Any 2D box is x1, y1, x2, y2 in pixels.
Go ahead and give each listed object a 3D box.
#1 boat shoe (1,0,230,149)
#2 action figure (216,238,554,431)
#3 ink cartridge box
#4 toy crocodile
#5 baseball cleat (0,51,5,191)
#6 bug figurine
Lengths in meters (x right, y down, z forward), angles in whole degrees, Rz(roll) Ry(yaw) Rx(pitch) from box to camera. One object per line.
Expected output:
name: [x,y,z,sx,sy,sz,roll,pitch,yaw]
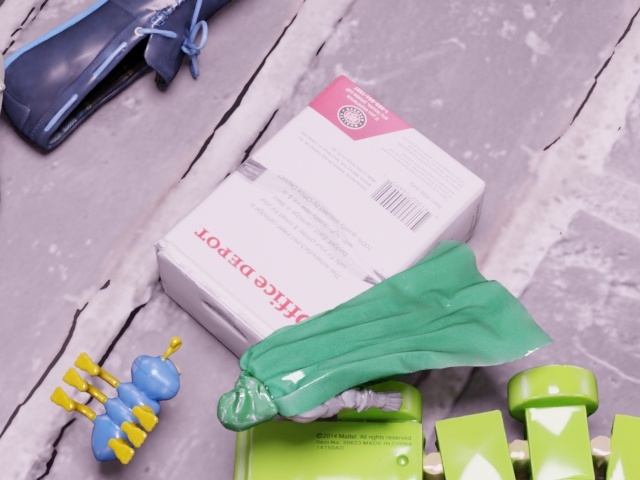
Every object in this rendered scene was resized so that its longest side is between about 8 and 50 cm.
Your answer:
boat shoe: [-0.150,-0.164,1.231,0.258,0.109,0.089,-35,74,0]
action figure: [0.030,0.080,1.011,0.232,0.063,0.137,-19,37,-25]
ink cartridge box: [0.000,0.000,1.138,0.158,0.092,0.218,39,67,18]
toy crocodile: [0.104,0.167,1.056,0.341,0.105,0.115,-4,63,2]
baseball cleat: [-0.306,-0.070,1.190,0.072,0.109,0.206,15,84,-35]
bug figurine: [-0.102,0.211,1.002,0.279,0.072,0.216,39,91,29]
